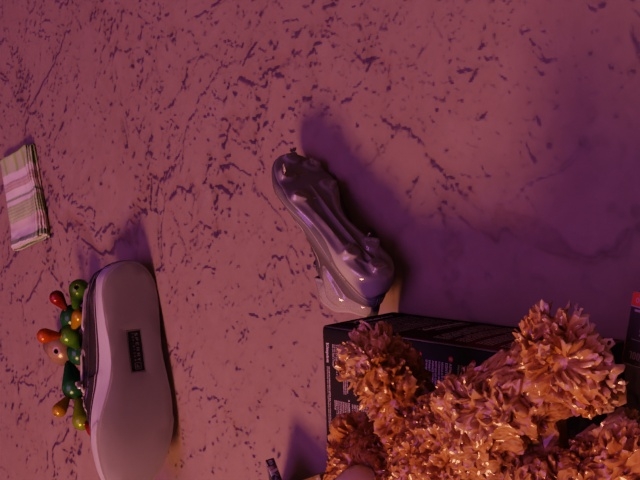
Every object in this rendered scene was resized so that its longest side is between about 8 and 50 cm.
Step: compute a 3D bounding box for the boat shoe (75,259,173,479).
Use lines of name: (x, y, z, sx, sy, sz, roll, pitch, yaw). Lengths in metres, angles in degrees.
boat shoe: (-0.275, 0.183, 1.312, 0.105, 0.113, 0.306, -16, 81, 53)

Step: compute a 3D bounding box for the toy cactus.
toy cactus: (-0.366, 0.167, 1.425, 0.180, 0.112, 0.219, 2, 105, 56)

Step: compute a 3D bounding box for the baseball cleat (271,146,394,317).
baseball cleat: (0.000, 0.000, 1.031, 0.206, 0.072, 0.109, 56, 144, 36)

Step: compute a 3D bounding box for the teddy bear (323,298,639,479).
teddy bear: (0.107, 0.169, 0.719, 0.338, 0.113, 0.245, -12, 111, 42)

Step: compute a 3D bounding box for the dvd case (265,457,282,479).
dvd case: (-0.035, 0.314, 1.094, 0.119, 0.013, 0.087, -119, 16, -44)

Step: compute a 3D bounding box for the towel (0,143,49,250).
towel: (-0.473, -0.067, 1.552, 0.113, 0.023, 0.152, -17, 82, 45)

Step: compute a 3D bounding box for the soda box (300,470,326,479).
soda box: (0.031, 0.334, 1.044, 0.058, 0.061, 0.181, -31, 72, 43)

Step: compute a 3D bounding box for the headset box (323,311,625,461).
headset box: (0.142, 0.188, 0.874, 0.293, 0.110, 0.218, 2, 97, 46)

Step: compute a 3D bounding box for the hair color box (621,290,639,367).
hair color box: (0.289, 0.060, 0.663, 0.093, 0.167, 0.053, 16, 106, 44)
